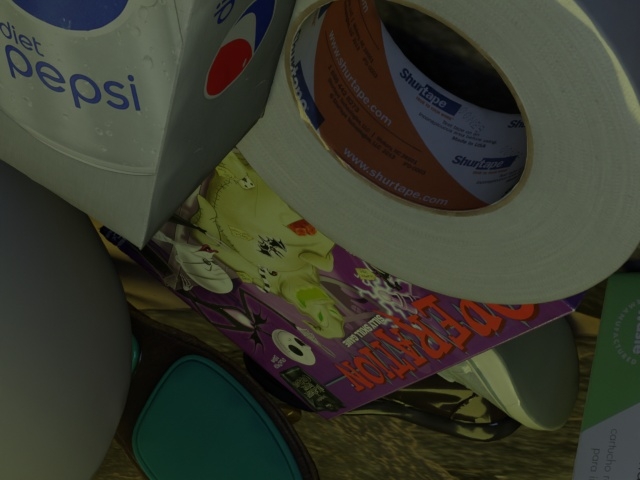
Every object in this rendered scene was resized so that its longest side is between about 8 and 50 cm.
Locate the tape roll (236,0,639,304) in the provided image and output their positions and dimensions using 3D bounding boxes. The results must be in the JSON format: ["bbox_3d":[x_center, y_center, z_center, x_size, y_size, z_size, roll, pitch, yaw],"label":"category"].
[{"bbox_3d":[0.052,-0.076,0.710,0.219,0.072,0.219,25,143,20],"label":"tape roll"}]

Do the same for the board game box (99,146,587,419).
[{"bbox_3d":[0.000,0.000,0.995,0.208,0.056,0.347,36,155,-8],"label":"board game box"}]

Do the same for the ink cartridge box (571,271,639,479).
[{"bbox_3d":[0.332,0.130,0.966,0.354,0.207,0.119,-1,155,33],"label":"ink cartridge box"}]

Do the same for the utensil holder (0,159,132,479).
[{"bbox_3d":[-0.294,0.019,0.949,0.328,0.327,0.385,10,160,12],"label":"utensil holder"}]

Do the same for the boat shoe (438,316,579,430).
[{"bbox_3d":[0.097,0.054,1.130,0.081,0.079,0.227,5,152,42],"label":"boat shoe"}]

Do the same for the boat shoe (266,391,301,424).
[{"bbox_3d":[-0.055,0.145,1.490,0.050,0.045,0.135,17,156,-29],"label":"boat shoe"}]

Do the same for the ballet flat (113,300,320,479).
[{"bbox_3d":[-0.121,0.119,1.290,0.342,0.116,0.124,32,-177,19],"label":"ballet flat"}]

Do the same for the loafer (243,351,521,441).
[{"bbox_3d":[0.047,0.083,1.248,0.220,0.080,0.078,9,126,18],"label":"loafer"}]

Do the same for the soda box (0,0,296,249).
[{"bbox_3d":[-0.056,-0.127,0.601,0.091,0.098,0.286,33,144,10],"label":"soda box"}]
